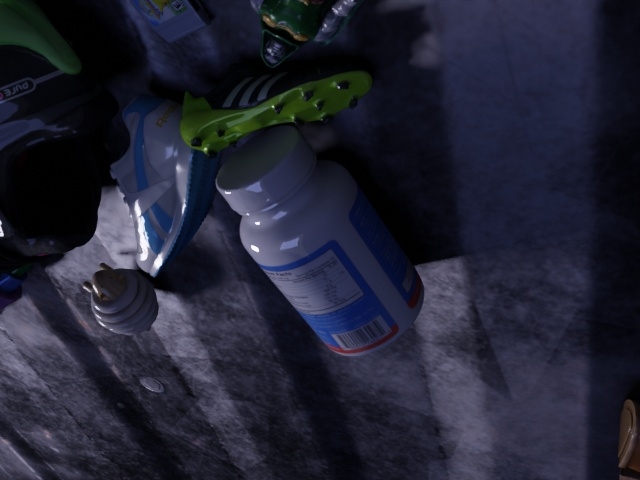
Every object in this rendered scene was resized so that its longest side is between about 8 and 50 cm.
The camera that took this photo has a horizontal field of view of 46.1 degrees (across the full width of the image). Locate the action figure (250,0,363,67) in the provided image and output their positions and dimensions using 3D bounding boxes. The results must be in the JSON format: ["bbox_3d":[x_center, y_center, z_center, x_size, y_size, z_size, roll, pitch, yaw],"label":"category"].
[{"bbox_3d":[0.002,-0.211,0.550,0.137,0.063,0.232,26,144,-8],"label":"action figure"}]

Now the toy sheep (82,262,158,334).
[{"bbox_3d":[-0.254,0.080,0.977,0.091,0.091,0.132,2,150,24],"label":"toy sheep"}]

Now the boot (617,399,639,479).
[{"bbox_3d":[0.414,0.239,0.836,0.152,0.073,0.197,3,148,25],"label":"boot"}]

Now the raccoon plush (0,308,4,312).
[{"bbox_3d":[-0.728,0.098,1.214,0.446,0.216,0.299,-35,101,15],"label":"raccoon plush"}]

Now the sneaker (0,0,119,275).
[{"bbox_3d":[-0.350,-0.025,0.794,0.202,0.185,0.483,38,134,-3],"label":"sneaker"}]

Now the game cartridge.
[{"bbox_3d":[-0.139,-0.212,0.649,0.056,0.017,0.083,-11,129,39],"label":"game cartridge"}]

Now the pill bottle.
[{"bbox_3d":[0.000,0.000,0.731,0.124,0.124,0.221,-12,128,35],"label":"pill bottle"}]

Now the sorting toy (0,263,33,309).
[{"bbox_3d":[-0.521,-0.053,0.970,0.126,0.127,0.365,-41,116,16],"label":"sorting toy"}]

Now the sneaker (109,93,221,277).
[{"bbox_3d":[-0.168,-0.055,0.792,0.092,0.087,0.228,28,134,6],"label":"sneaker"}]

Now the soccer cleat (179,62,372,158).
[{"bbox_3d":[-0.044,-0.130,0.659,0.179,0.072,0.060,-16,154,13],"label":"soccer cleat"}]
